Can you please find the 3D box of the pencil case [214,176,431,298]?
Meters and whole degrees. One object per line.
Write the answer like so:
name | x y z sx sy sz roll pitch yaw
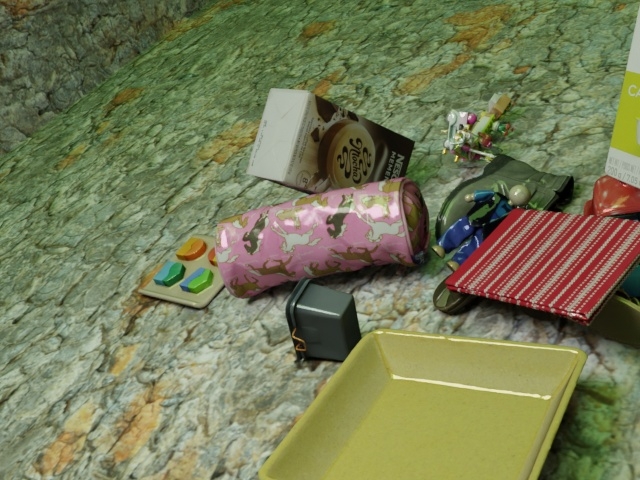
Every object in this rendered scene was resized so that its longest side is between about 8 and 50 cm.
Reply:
pencil case | 0.000 0.000 1.426 0.386 0.167 0.160 -10 -3 20

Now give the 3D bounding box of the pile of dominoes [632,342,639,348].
pile of dominoes | 0.548 0.108 1.057 0.251 0.040 0.196 -23 32 -3

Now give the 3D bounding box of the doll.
doll | 0.284 -0.023 1.354 0.189 0.129 0.046 -43 -6 0

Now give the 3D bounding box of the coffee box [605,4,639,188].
coffee box | 0.660 -0.213 1.086 0.338 0.334 0.338 -7 25 -27

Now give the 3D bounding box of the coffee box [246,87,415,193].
coffee box | 0.026 -0.160 1.508 0.119 0.297 0.168 16 90 47

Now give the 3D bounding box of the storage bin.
storage bin | 0.008 0.137 1.268 0.091 0.135 0.098 9 42 26

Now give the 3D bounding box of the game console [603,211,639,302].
game console | 0.446 0.028 1.203 0.144 0.124 0.085 -8 8 21

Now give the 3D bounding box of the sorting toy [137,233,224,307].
sorting toy | -0.252 0.052 1.633 0.193 0.038 0.208 8 42 39

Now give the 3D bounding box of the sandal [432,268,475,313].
sandal | 0.284 0.054 1.292 0.219 0.060 0.090 -40 27 -1

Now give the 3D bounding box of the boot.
boot | 0.331 -0.061 1.414 0.246 0.083 0.161 -42 45 -23

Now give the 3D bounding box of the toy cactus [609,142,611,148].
toy cactus | 0.615 -0.188 1.429 0.219 0.112 0.180 -26 13 -1

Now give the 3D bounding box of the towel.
towel | 0.334 0.029 1.166 0.199 0.031 0.275 -44 28 -22

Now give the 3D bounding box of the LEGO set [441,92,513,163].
LEGO set | 0.344 -0.210 1.605 0.107 0.132 0.287 21 26 27

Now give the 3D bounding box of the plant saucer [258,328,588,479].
plant saucer | 0.144 0.250 1.023 0.333 0.081 0.333 2 31 33

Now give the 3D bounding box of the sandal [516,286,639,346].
sandal | 0.396 0.081 1.145 0.079 0.088 0.240 -40 28 -27

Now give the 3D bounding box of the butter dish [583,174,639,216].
butter dish | 0.499 -0.066 1.273 0.160 0.118 0.160 -8 34 23
